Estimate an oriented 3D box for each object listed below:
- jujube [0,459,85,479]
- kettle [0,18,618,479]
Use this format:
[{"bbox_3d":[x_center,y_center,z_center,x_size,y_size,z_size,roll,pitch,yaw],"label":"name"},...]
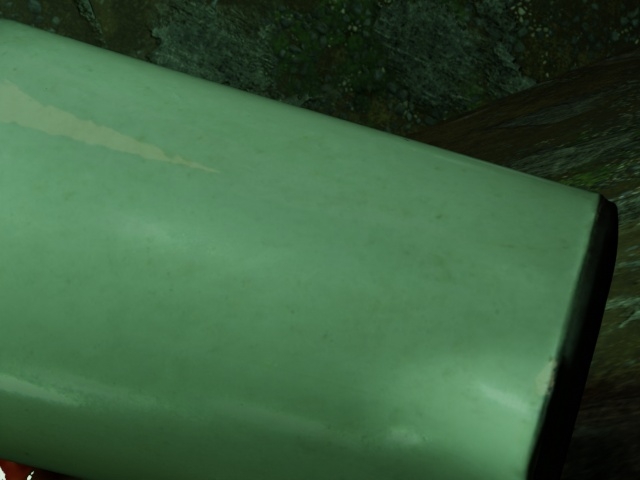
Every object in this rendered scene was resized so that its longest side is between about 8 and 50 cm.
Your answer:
[{"bbox_3d":[-0.151,0.154,1.068,0.174,0.174,0.250,-18,13,9],"label":"jujube"},{"bbox_3d":[-0.025,0.035,0.919,0.377,0.250,0.361,15,6,10],"label":"kettle"}]
